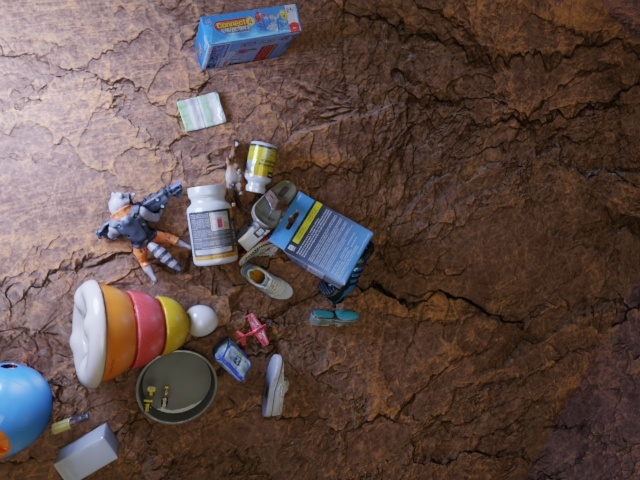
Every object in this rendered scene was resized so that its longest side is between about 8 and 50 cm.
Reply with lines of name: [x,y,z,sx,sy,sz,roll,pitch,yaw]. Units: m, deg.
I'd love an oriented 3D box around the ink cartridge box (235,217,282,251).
ink cartridge box: [-0.239,-0.049,1.758,0.180,0.104,0.060,-44,114,-9]

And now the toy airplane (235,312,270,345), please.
toy airplane: [-0.269,0.365,1.848,0.151,0.028,0.151,-2,97,-17]

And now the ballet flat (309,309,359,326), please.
ballet flat: [0.055,0.326,1.942,0.214,0.072,0.068,6,123,-19]

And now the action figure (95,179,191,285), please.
action figure: [-0.579,-0.052,1.612,0.341,0.178,0.330,-41,118,-6]

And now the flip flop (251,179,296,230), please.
flip flop: [-0.161,-0.145,1.713,0.112,0.080,0.277,36,47,-3]

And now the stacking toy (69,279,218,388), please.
stacking toy: [-0.589,0.308,1.632,0.480,0.351,0.350,2,97,-37]

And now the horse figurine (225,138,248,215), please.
horse figurine: [-0.310,-0.225,1.697,0.066,0.174,0.263,-7,112,-13]

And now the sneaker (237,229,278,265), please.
sneaker: [-0.217,0.036,1.789,0.225,0.088,0.092,-31,107,-12]

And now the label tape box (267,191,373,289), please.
label tape box: [0.000,0.000,1.808,0.334,0.106,0.240,30,74,4]

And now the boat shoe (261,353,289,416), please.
boat shoe: [-0.170,0.585,1.879,0.088,0.096,0.267,6,97,-23]

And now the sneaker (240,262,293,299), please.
sneaker: [-0.203,0.168,1.809,0.229,0.092,0.087,30,86,-21]

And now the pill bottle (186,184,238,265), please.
pill bottle: [-0.391,-0.055,1.673,0.162,0.162,0.278,-8,95,-18]

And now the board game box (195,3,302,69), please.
board game box: [-0.251,-0.673,1.561,0.302,0.308,0.086,-17,101,-16]

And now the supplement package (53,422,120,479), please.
supplement package: [-0.832,0.764,1.673,0.180,0.105,0.105,-28,105,-12]

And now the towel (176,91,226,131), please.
towel: [-0.427,-0.463,1.681,0.152,0.023,0.113,-19,102,-15]

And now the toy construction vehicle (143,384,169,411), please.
toy construction vehicle: [-0.600,0.576,1.710,0.086,0.035,0.098,5,94,-8]

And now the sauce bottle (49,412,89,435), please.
sauce bottle: [-0.897,0.654,1.670,0.128,0.042,0.042,-17,103,-18]

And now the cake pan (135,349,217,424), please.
cake pan: [-0.542,0.547,1.768,0.294,0.054,0.292,-3,99,-19]

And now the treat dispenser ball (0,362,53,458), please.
treat dispenser ball: [-0.996,0.528,1.450,0.289,0.288,0.287,-3,98,-18]

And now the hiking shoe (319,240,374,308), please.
hiking shoe: [0.116,0.127,1.923,0.304,0.113,0.132,-47,139,-14]

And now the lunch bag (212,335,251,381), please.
lunch bag: [-0.337,0.453,1.769,0.096,0.151,0.128,-40,107,0]

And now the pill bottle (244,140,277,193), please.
pill bottle: [-0.225,-0.270,1.734,0.103,0.103,0.183,10,95,-20]
